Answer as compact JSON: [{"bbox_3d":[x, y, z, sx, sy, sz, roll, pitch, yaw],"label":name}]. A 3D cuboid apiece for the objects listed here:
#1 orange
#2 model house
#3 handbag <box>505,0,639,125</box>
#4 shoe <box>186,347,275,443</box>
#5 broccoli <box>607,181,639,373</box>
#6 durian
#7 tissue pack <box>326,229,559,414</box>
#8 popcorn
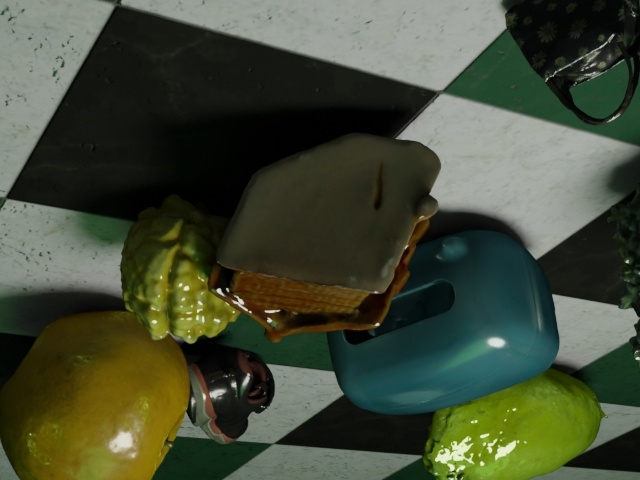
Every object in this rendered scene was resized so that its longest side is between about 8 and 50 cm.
[{"bbox_3d":[-0.301,0.220,1.468,0.235,0.279,0.279,25,147,-1],"label":"orange"},{"bbox_3d":[0.000,-0.001,1.213,0.219,0.199,0.229,21,159,-4],"label":"model house"},{"bbox_3d":[0.243,-0.166,1.001,0.115,0.139,0.072,-25,155,28],"label":"handbag"},{"bbox_3d":[-0.139,0.228,1.693,0.137,0.114,0.291,-26,161,-4],"label":"shoe"},{"bbox_3d":[0.513,0.054,1.260,0.293,0.348,0.281,-20,160,35],"label":"broccoli"},{"bbox_3d":[0.321,0.303,1.850,0.339,0.204,0.256,-15,166,-2],"label":"durian"},{"bbox_3d":[0.145,0.108,1.421,0.287,0.198,0.206,-22,150,31],"label":"tissue pack"},{"bbox_3d":[-0.149,0.039,1.278,0.142,0.173,0.173,-14,153,33],"label":"popcorn"}]
